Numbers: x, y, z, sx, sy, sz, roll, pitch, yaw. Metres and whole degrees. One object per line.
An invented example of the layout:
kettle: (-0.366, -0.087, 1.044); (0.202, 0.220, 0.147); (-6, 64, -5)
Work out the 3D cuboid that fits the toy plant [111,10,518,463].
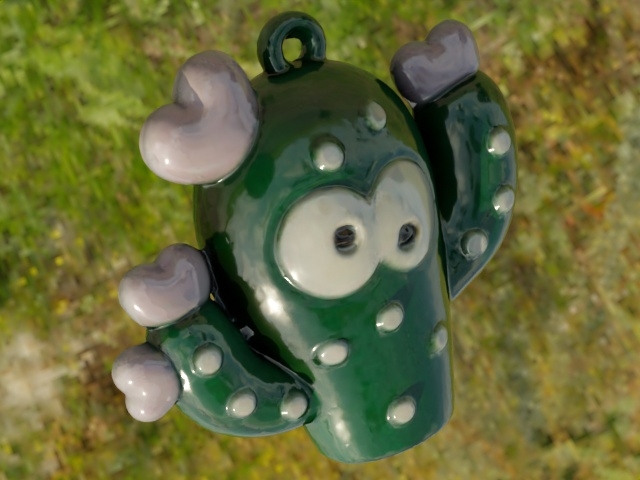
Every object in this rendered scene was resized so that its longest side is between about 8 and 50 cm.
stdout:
toy plant: (0.004, -0.003, 0.877); (0.232, 0.112, 0.243); (4, 97, -35)
